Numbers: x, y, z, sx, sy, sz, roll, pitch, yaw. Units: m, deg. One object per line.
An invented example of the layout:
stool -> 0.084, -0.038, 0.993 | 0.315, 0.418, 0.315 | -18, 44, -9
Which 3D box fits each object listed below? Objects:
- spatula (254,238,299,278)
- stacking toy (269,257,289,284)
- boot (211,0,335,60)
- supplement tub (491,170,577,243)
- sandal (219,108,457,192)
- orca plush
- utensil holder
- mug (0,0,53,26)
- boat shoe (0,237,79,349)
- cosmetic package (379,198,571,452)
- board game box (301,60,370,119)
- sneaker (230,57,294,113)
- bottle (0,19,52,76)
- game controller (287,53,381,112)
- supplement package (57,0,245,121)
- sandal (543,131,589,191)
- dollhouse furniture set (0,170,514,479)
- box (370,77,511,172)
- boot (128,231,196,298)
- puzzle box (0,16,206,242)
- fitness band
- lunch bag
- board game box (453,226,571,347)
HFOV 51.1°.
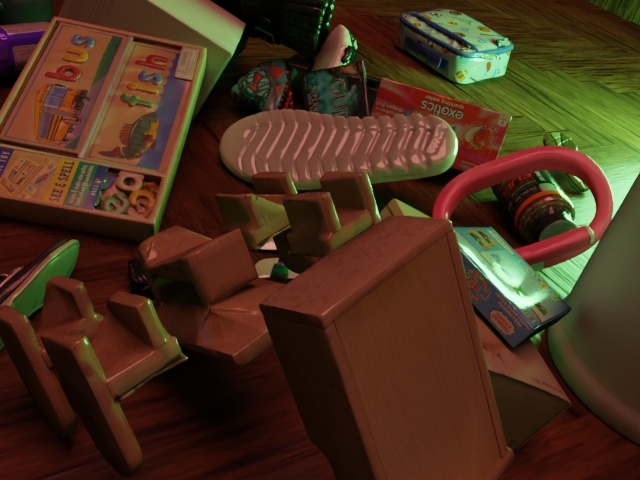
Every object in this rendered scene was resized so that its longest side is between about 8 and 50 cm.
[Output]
spatula -> 0.000, 0.000, 1.047 | 0.242, 0.019, 0.168 | 0, 37, -20
stacking toy -> -0.060, 0.061, 0.911 | 0.167, 0.052, 0.221 | 16, 43, 1
boot -> -0.113, -0.459, 1.435 | 0.260, 0.131, 0.348 | 17, -8, -3
supplement tub -> 0.386, -0.066, 1.202 | 0.106, 0.106, 0.197 | 4, 36, -14
sandal -> 0.026, -0.137, 1.173 | 0.417, 0.102, 0.169 | 3, 57, 11
orca plush -> 0.041, -0.313, 1.386 | 0.102, 0.151, 0.287 | 31, 45, -28
utensil holder -> 0.527, 0.044, 0.860 | 0.328, 0.385, 0.327 | 10, 36, -7
mug -> -0.647, -0.483, 1.410 | 0.158, 0.097, 0.129 | -16, 46, -35
boat shoe -> -0.364, 0.055, 0.791 | 0.065, 0.075, 0.206 | 22, 40, 5
cosmetic package -> 0.158, 0.099, 0.844 | 0.160, 0.113, 0.309 | 25, 27, -32
board game box -> 0.031, -0.246, 1.267 | 0.126, 0.026, 0.186 | -10, 68, 14
sneaker -> -0.118, -0.278, 1.345 | 0.125, 0.104, 0.261 | -8, 34, 1
bottle -> -0.590, -0.354, 1.249 | 0.118, 0.092, 0.283 | 16, 29, 40
game controller -> 0.055, -0.332, 1.503 | 0.320, 0.067, 0.166 | 19, 50, 7
supplement package -> -0.318, -0.394, 1.265 | 0.293, 0.175, 0.177 | 30, 32, -16
sandal -> 0.528, -0.166, 1.449 | 0.072, 0.049, 0.180 | -3, 53, -15
dollhouse furniture set -> -0.044, 0.115, 0.670 | 0.394, 0.256, 0.362 | 5, 30, 47
box -> 0.223, -0.218, 1.305 | 0.257, 0.128, 0.122 | 18, 12, 5
boot -> -0.210, 0.032, 0.908 | 0.099, 0.045, 0.121 | -6, 38, -17
puzzle box -> -0.350, -0.190, 1.055 | 0.272, 0.052, 0.408 | 10, 52, -6
fitness band -> 0.329, -0.050, 1.102 | 0.291, 0.054, 0.208 | -19, 57, 5
lunch bag -> 0.365, -0.539, 1.846 | 0.243, 0.114, 0.303 | -17, 45, -34
board game box -> 0.229, 0.049, 0.847 | 0.160, 0.039, 0.212 | 50, 25, 21
